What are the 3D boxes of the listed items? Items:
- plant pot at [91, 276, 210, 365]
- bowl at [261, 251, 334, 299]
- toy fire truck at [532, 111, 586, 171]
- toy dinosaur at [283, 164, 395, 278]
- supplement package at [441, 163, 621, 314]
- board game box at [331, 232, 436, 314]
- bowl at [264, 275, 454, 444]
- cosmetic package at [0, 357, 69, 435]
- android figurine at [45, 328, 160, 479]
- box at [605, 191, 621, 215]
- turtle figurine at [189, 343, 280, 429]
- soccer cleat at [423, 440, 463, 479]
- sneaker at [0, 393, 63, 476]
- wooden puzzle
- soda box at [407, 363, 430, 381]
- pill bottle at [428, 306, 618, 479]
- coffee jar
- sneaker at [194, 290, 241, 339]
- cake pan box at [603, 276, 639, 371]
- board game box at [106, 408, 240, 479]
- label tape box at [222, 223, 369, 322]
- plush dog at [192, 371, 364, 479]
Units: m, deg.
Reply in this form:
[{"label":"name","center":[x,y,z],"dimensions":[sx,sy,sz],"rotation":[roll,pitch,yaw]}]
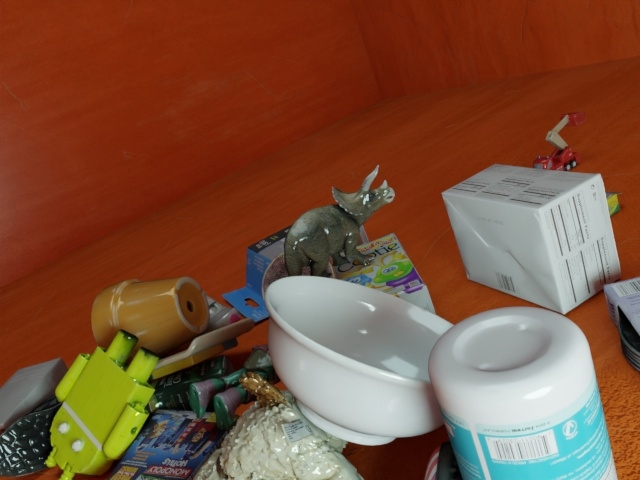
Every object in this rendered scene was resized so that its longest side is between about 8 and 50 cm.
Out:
[{"label":"plant pot","center":[-0.356,0.167,1.303],"dimensions":[0.188,0.205,0.205],"rotation":[-20,18,19]},{"label":"bowl","center":[-0.040,0.108,1.344],"dimensions":[0.170,0.170,0.080],"rotation":[-17,-25,9]},{"label":"toy fire truck","center":[0.637,-0.252,1.590],"dimensions":[0.192,0.135,0.047],"rotation":[-29,21,-23]},{"label":"toy dinosaur","center":[0.000,0.000,1.088],"dimensions":[0.314,0.160,0.121],"rotation":[-32,20,-24]},{"label":"supplement package","center":[0.383,-0.015,1.102],"dimensions":[0.145,0.204,0.262],"rotation":[-28,20,-17]},{"label":"board game box","center":[0.119,0.112,1.119],"dimensions":[0.142,0.144,0.275],"rotation":[-20,19,3]},{"label":"bowl","center":[0.055,0.162,0.757],"dimensions":[0.298,0.134,0.298],"rotation":[16,12,-4]},{"label":"cosmetic package","center":[-0.639,0.365,1.270],"dimensions":[0.127,0.107,0.238],"rotation":[-15,23,14]},{"label":"android figurine","center":[-0.401,0.303,1.077],"dimensions":[0.248,0.056,0.272],"rotation":[25,80,43]},{"label":"box","center":[0.562,-0.061,1.294],"dimensions":[0.179,0.043,0.105],"rotation":[-31,21,-20]},{"label":"turtle figurine","center":[-0.084,0.225,0.964],"dimensions":[0.234,0.118,0.175],"rotation":[-13,-7,-39]},{"label":"soccer cleat","center":[0.105,0.333,0.610],"dimensions":[0.117,0.108,0.318],"rotation":[-24,17,23]},{"label":"sneaker","center":[-0.539,0.369,1.194],"dimensions":[0.124,0.107,0.283],"rotation":[-21,9,39]},{"label":"wooden puzzle","center":[-0.269,0.235,1.192],"dimensions":[0.239,0.044,0.221],"rotation":[-28,-7,24]},{"label":"soda box","center":[0.203,0.195,0.861],"dimensions":[0.286,0.091,0.098],"rotation":[-1,43,43]},{"label":"pill bottle","center":[0.207,0.209,0.586],"dimensions":[0.146,0.264,0.146],"rotation":[-17,20,6]},{"label":"coffee jar","center":[-0.252,0.287,1.118],"dimensions":[0.185,0.079,0.096],"rotation":[-21,15,-1]},{"label":"sneaker","center":[-0.297,0.172,1.424],"dimensions":[0.252,0.111,0.103],"rotation":[-4,24,39]},{"label":"cake pan box","center":[0.552,0.109,0.810],"dimensions":[0.267,0.070,0.245],"rotation":[-16,17,12]},{"label":"board game box","center":[-0.245,0.359,0.949],"dimensions":[0.194,0.060,0.194],"rotation":[-7,25,33]},{"label":"label tape box","center":[-0.078,0.055,1.520],"dimensions":[0.348,0.115,0.249],"rotation":[-26,20,-20]},{"label":"plush dog","center":[-0.086,0.309,0.778],"dimensions":[0.225,0.211,0.262],"rotation":[-47,17,6]}]
